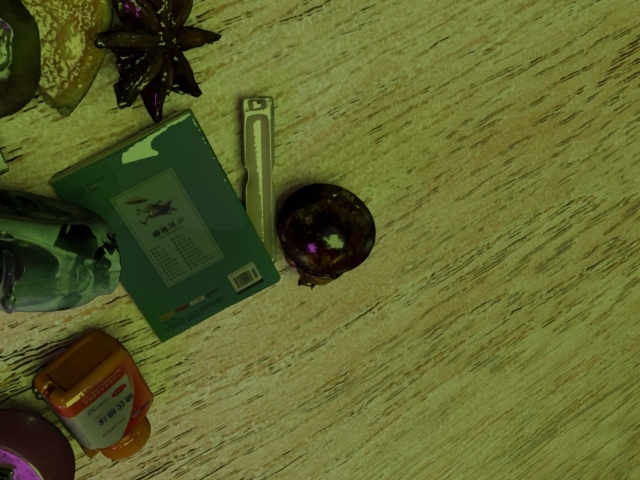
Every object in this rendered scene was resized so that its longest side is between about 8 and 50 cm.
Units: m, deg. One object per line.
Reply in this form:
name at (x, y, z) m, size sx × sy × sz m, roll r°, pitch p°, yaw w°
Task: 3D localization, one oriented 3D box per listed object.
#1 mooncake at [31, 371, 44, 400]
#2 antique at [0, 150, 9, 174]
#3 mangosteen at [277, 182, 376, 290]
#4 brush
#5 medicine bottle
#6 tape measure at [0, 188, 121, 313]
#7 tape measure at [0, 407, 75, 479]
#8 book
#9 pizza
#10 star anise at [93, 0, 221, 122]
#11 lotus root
mooncake at (-0.522, 0.401, 1.277) m, size 0.150 × 0.057 × 0.346 m, roll -8°, pitch 107°, yaw -13°
antique at (-0.537, -0.192, 1.007) m, size 0.080 × 0.081 × 0.221 m, roll -26°, pitch 120°, yaw -20°
mangosteen at (0.000, 0.000, 1.345) m, size 0.192 × 0.192 × 0.217 m, roll 6°, pitch 129°, yaw -32°
brush at (-0.115, -0.109, 1.302) m, size 0.060 × 0.050 × 0.321 m, roll -5°, pitch 113°, yaw -14°
medicine bottle at (-0.387, 0.287, 1.247) m, size 0.149 × 0.112 × 0.222 m, roll -42°, pitch 138°, yaw -29°
tape measure at (-0.434, 0.009, 1.030) m, size 0.256 × 0.275 × 0.147 m, roll -3°, pitch 109°, yaw -62°
tape measure at (-0.540, 0.412, 1.173) m, size 0.232 × 0.149 × 0.245 m, roll 8°, pitch 106°, yaw 2°
book at (-0.259, -0.014, 1.241) m, size 0.264 × 0.031 × 0.379 m, roll -28°, pitch 120°, yaw -5°
pizza at (-0.382, -0.360, 1.027) m, size 0.258 × 0.087 × 0.268 m, roll -45°, pitch 125°, yaw -9°
star anise at (-0.269, -0.319, 1.100) m, size 0.272 × 0.103 × 0.272 m, roll -32°, pitch 129°, yaw -51°
lotus root at (-0.465, -0.247, 0.924) m, size 0.183 × 0.078 × 0.203 m, roll -5°, pitch 116°, yaw -23°
